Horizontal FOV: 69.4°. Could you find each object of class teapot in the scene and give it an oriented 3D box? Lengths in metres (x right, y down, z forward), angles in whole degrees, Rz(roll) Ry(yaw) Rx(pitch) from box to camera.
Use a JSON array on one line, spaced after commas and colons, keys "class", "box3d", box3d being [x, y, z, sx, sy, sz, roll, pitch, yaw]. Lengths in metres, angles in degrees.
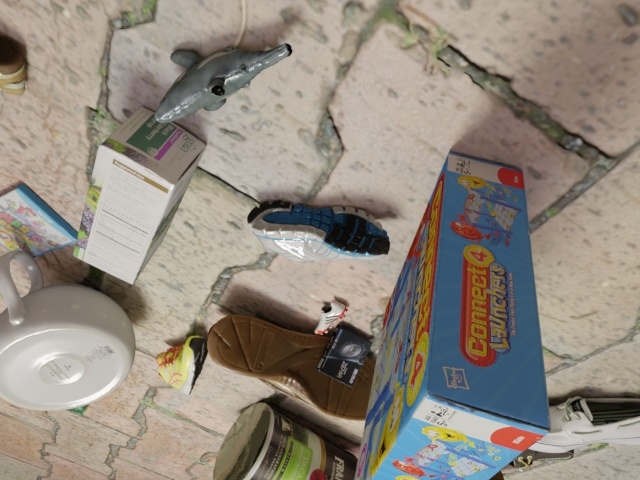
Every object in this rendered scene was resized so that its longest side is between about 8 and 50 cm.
[{"class": "teapot", "box3d": [-0.468, 0.165, 0.843, 0.253, 0.187, 0.256, 15, 118, -33]}]

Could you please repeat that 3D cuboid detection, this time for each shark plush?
[{"class": "shark plush", "box3d": [-0.098, -0.161, 0.484, 0.161, 0.067, 0.073, -2, 132, 19]}]

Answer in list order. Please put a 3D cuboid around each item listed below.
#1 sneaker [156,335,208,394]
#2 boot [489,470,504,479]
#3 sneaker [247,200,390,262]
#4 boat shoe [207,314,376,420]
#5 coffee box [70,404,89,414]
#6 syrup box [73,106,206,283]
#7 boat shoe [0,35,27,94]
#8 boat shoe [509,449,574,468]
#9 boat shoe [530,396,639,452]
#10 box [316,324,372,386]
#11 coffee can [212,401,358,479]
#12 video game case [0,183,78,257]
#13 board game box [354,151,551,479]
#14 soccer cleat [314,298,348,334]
[{"class": "sneaker", "box3d": [-0.286, 0.247, 0.931, 0.094, 0.081, 0.208, 25, 136, -5]}, {"class": "boot", "box3d": [0.241, 0.520, 1.030, 0.262, 0.095, 0.203, 25, 136, -14]}, {"class": "sneaker", "box3d": [0.000, 0.000, 0.620, 0.191, 0.071, 0.082, 12, 142, 18]}, {"class": "boat shoe", "box3d": [-0.041, 0.222, 0.826, 0.342, 0.123, 0.123, 22, 166, -15]}, {"class": "coffee box", "box3d": [-0.710, 0.400, 1.236, 0.184, 0.040, 0.113, 24, 136, -6]}, {"class": "syrup box", "box3d": [-0.247, -0.050, 0.619, 0.096, 0.093, 0.237, 29, 134, -11]}, {"class": "boat shoe", "box3d": [-0.443, -0.222, 0.536, 0.190, 0.068, 0.072, 25, 147, -8]}, {"class": "boat shoe", "box3d": [0.367, 0.404, 0.892, 0.228, 0.068, 0.081, -2, 132, 19]}, {"class": "boat shoe", "box3d": [0.432, 0.292, 0.769, 0.227, 0.083, 0.075, -10, 118, 11]}, {"class": "box", "box3d": [0.041, 0.194, 0.780, 0.067, 0.083, 0.018, 31, 167, -12]}, {"class": "coffee can", "box3d": [-0.071, 0.522, 1.046, 0.275, 0.201, 0.202, 38, 132, -19]}, {"class": "video game case", "box3d": [-0.499, -0.024, 0.777, 0.167, 0.015, 0.119, -15, 127, 28]}, {"class": "board game box", "box3d": [0.127, 0.114, 0.514, 0.086, 0.308, 0.301, 15, 135, 5]}, {"class": "soccer cleat", "box3d": [0.010, 0.125, 0.760, 0.036, 0.029, 0.083, 38, 129, -8]}]
